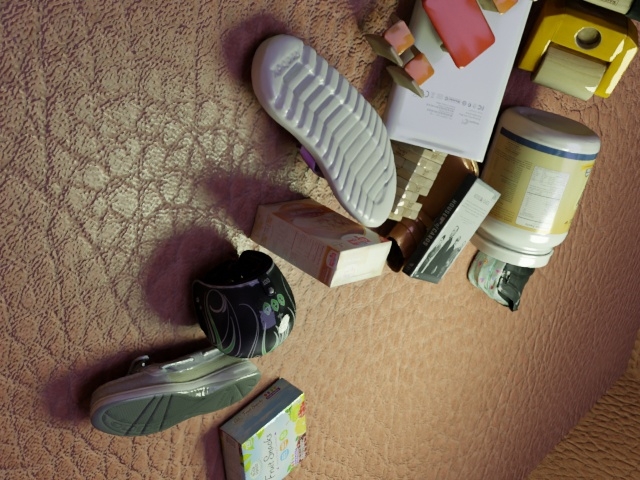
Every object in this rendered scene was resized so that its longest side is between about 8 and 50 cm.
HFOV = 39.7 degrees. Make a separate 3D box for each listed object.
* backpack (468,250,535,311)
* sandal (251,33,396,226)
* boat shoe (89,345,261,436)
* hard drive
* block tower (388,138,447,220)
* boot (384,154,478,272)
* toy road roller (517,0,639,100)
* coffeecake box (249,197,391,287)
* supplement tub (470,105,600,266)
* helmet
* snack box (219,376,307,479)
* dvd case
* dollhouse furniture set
[{"bbox_3d":[0.457,0.091,2.252,0.182,0.115,0.152,24,83,-56],"label":"backpack"},{"bbox_3d":[0.006,-0.180,1.449,0.416,0.102,0.169,51,57,-43],"label":"sandal"},{"bbox_3d":[-0.240,0.231,1.443,0.320,0.103,0.118,-9,142,-44],"label":"boat shoe"},{"bbox_3d":[0.240,-0.312,1.579,0.203,0.040,0.307,12,101,-17],"label":"hard drive"},{"bbox_3d":[0.192,-0.198,1.686,0.097,0.091,0.335,11,106,-57],"label":"block tower"},{"bbox_3d":[0.208,-0.079,1.810,0.220,0.109,0.283,-38,149,-24],"label":"boot"},{"bbox_3d":[0.570,-0.487,1.868,0.240,0.203,0.329,-72,-179,-47],"label":"toy road roller"},{"bbox_3d":[0.000,0.000,1.489,0.142,0.185,0.068,-11,123,-51],"label":"coffeecake box"},{"bbox_3d":[0.471,-0.121,1.998,0.228,0.228,0.316,-13,125,-49],"label":"supplement tub"},{"bbox_3d":[-0.121,0.114,1.453,0.169,0.169,0.161,-32,121,-37],"label":"helmet"},{"bbox_3d":[-0.109,0.403,1.764,0.174,0.070,0.207,-35,139,-35],"label":"snack box"},{"bbox_3d":[0.272,-0.019,1.826,0.238,0.029,0.179,-57,155,8],"label":"dvd case"},{"bbox_3d":[0.200,-0.392,1.422,0.262,0.135,0.259,-40,126,-1],"label":"dollhouse furniture set"}]
